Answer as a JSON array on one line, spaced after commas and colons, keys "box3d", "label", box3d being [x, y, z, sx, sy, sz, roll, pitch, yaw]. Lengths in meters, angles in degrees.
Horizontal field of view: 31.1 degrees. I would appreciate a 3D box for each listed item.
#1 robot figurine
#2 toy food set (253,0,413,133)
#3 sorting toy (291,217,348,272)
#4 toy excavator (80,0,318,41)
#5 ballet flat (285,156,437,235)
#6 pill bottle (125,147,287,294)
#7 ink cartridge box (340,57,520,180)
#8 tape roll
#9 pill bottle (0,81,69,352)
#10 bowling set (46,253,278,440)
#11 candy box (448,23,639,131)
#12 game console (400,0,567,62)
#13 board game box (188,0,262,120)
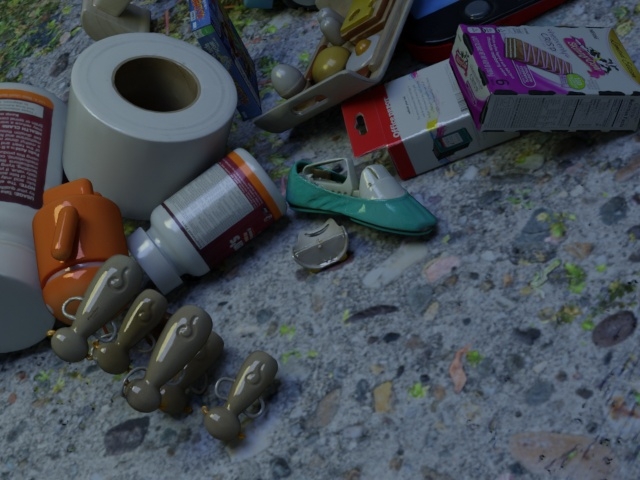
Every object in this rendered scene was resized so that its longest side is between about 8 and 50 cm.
[{"box3d": [-0.329, 0.024, 1.587, 0.128, 0.158, 0.219, 1, 60, -30], "label": "robot figurine"}, {"box3d": [0.022, -0.314, 1.779, 0.220, 0.092, 0.306, -23, 36, 45], "label": "toy food set"}, {"box3d": [0.000, 0.000, 1.626, 0.083, 0.045, 0.075, -24, 39, 6], "label": "sorting toy"}, {"box3d": [-0.192, -0.518, 2.009, 0.445, 0.433, 0.222, 4, 49, -7], "label": "toy excavator"}, {"box3d": [0.050, -0.070, 1.616, 0.247, 0.087, 0.083, 13, 25, 34], "label": "ballet flat"}, {"box3d": [-0.168, -0.026, 1.670, 0.221, 0.121, 0.121, -38, 46, -7], "label": "pill bottle"}, {"box3d": [0.157, -0.178, 1.674, 0.231, 0.078, 0.134, -20, 46, 9], "label": "ink cartridge box"}, {"box3d": [-0.259, -0.173, 1.735, 0.246, 0.169, 0.246, 9, 47, -10], "label": "tape roll"}, {"box3d": [-0.485, -0.037, 1.763, 0.224, 0.224, 0.392, -17, 46, 12], "label": "pill bottle"}, {"box3d": [-0.212, 0.163, 1.528, 0.287, 0.200, 0.154, 35, 72, -3], "label": "bowling set"}, {"box3d": [0.311, -0.223, 1.575, 0.233, 0.071, 0.159, -1, 45, -14], "label": "candy box"}, {"box3d": [0.243, -0.465, 1.893, 0.342, 0.060, 0.386, -28, 46, 2], "label": "game console"}, {"box3d": [-0.153, -0.309, 1.850, 0.035, 0.201, 0.136, -20, 46, 10], "label": "board game box"}]
